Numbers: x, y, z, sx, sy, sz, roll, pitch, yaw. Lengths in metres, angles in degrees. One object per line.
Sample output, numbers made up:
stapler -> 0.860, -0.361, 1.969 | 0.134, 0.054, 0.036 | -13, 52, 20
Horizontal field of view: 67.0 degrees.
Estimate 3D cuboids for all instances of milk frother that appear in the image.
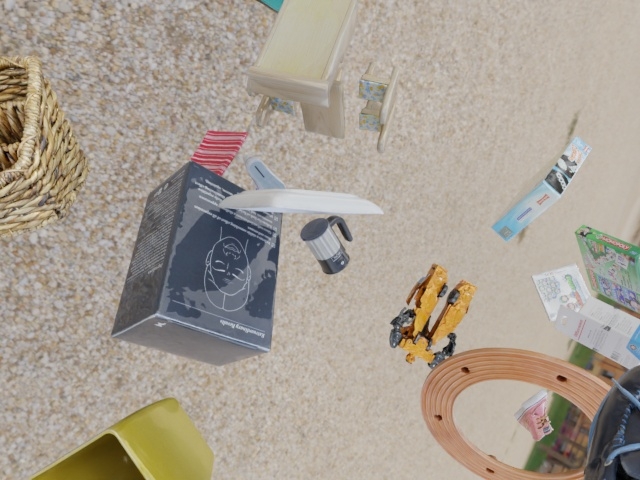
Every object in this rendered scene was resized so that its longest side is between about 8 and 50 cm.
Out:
milk frother -> 0.000, 0.000, 1.303 | 0.129, 0.143, 0.135 | -57, 132, -32

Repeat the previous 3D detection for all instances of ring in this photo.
ring -> 0.330, 0.300, 0.791 | 0.032, 0.336, 0.336 | -50, 147, -47

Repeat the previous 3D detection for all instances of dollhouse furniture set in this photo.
dollhouse furniture set -> -0.013, -0.352, 1.179 | 0.394, 0.362, 0.256 | 80, 27, -66

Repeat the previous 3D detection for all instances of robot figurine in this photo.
robot figurine -> 0.325, 0.228, 1.417 | 0.291, 0.211, 0.085 | -60, -173, 0

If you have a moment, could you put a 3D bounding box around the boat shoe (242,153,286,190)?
boat shoe -> -0.178, -0.199, 1.587 | 0.083, 0.076, 0.226 | -34, 135, -5

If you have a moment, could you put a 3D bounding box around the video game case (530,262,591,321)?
video game case -> 0.769, 0.164, 1.535 | 0.019, 0.143, 0.157 | 57, 18, -66

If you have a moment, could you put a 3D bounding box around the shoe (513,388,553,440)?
shoe -> 0.530, 0.425, 1.171 | 0.063, 0.081, 0.178 | -27, 146, -14

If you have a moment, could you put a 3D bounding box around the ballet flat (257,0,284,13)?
ballet flat -> -0.223, -0.789, 1.415 | 0.342, 0.124, 0.116 | 15, 127, -37

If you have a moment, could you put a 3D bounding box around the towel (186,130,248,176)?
towel -> -0.367, -0.248, 1.562 | 0.031, 0.199, 0.275 | 49, 63, -45

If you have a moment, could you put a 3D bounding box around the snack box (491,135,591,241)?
snack box -> 0.579, -0.139, 1.261 | 0.322, 0.060, 0.187 | -39, 169, -41

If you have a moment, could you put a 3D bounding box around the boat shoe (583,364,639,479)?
boat shoe -> 0.261, 0.201, 0.367 | 0.258, 0.109, 0.089 | -55, 166, -29

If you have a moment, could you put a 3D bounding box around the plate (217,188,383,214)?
plate -> -0.049, -0.084, 1.069 | 0.278, 0.277, 0.045 | 1, 93, -35

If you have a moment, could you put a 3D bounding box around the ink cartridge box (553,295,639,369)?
ink cartridge box -> 0.619, 0.193, 1.060 | 0.060, 0.180, 0.104 | -41, 142, -23

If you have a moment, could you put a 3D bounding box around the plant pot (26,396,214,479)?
plant pot -> -0.309, 0.397, 0.830 | 0.212, 0.212, 0.187 | -33, -178, 18

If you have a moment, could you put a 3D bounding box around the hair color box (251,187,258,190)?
hair color box -> -0.312, -0.053, 1.762 | 0.110, 0.339, 0.185 | 42, 57, -21

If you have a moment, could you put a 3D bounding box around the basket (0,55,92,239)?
basket -> -0.569, -0.135, 0.763 | 0.213, 0.299, 0.223 | -91, 175, -49

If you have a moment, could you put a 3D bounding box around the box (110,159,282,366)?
box -> -0.277, 0.065, 1.169 | 0.293, 0.212, 0.395 | 29, 50, -36

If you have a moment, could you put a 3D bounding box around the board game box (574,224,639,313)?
board game box -> 0.981, 0.103, 1.610 | 0.046, 0.213, 0.317 | -41, 125, -5
